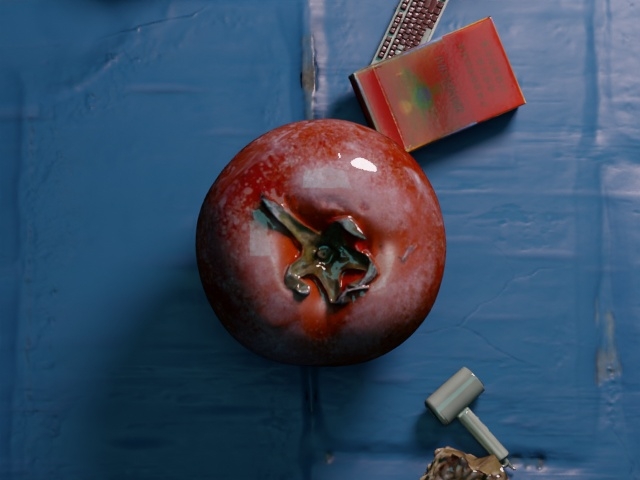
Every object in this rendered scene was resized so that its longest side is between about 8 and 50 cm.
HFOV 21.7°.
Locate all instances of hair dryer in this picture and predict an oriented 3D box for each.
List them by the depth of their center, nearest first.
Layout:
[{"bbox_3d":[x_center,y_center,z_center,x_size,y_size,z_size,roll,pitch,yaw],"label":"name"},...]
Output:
[{"bbox_3d":[0.178,0.205,1.850,0.063,0.038,0.124,-42,87,-7],"label":"hair dryer"}]

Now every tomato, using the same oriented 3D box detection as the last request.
[{"bbox_3d":[0.000,0.000,1.794,0.270,0.227,0.270,0,99,-2],"label":"tomato"}]

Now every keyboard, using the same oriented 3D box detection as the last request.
[{"bbox_3d":[0.111,-0.263,1.947,0.055,0.017,0.166,24,81,5],"label":"keyboard"}]

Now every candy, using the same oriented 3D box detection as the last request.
[{"bbox_3d":[0.149,0.275,1.812,0.095,0.085,0.110,23,90,-1],"label":"candy"}]

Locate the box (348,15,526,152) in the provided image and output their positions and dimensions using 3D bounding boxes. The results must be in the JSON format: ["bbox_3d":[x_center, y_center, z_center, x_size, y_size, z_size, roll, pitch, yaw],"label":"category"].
[{"bbox_3d":[0.133,-0.171,1.904,0.175,0.048,0.112,-22,93,-4],"label":"box"}]
